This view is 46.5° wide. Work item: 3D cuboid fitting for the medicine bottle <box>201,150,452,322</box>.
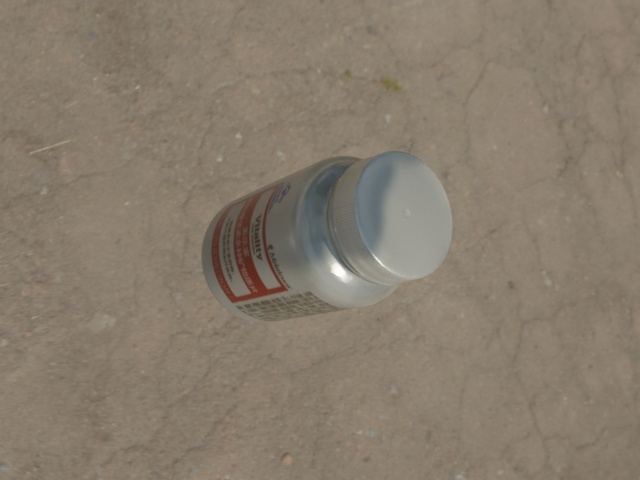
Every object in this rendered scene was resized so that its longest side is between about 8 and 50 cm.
[{"bbox_3d":[0.000,0.000,0.402,0.079,0.140,0.079,8,75,-35],"label":"medicine bottle"}]
